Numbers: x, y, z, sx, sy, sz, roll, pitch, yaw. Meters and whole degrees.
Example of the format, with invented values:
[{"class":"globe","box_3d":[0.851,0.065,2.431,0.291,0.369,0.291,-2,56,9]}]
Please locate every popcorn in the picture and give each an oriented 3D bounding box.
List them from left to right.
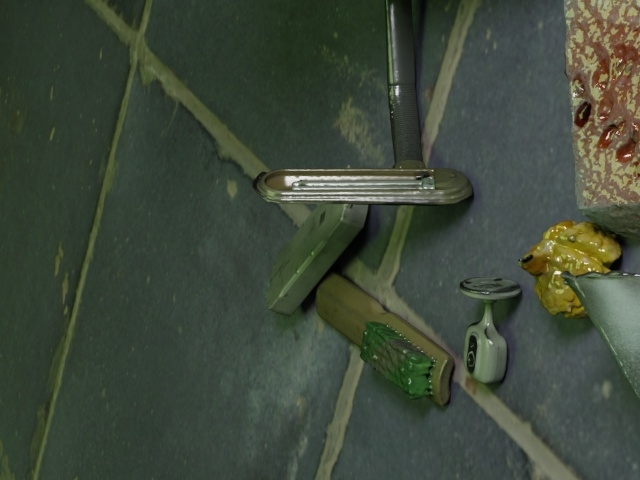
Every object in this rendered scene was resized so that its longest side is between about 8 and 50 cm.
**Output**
[{"class":"popcorn","box_3d":[0.198,0.021,1.492,0.084,0.084,0.084,-20,68,60]}]

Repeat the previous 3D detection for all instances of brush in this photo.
[{"class":"brush","box_3d":[0.051,0.093,1.803,0.282,0.048,0.054,-144,62,-62]}]

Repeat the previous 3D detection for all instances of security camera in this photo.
[{"class":"security camera","box_3d":[0.147,0.082,1.616,0.058,0.058,0.092,-151,61,-61]}]

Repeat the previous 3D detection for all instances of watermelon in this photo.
[{"class":"watermelon","box_3d":[0.255,-0.117,1.420,0.154,0.094,0.241,21,105,52]}]

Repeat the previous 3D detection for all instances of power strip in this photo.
[{"class":"power strip","box_3d":[0.000,0.000,1.916,0.227,0.029,0.080,-51,24,47]}]

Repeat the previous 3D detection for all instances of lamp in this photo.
[{"class":"lamp","box_3d":[0.026,-0.156,1.742,0.124,0.203,0.283,127,139,-75]}]

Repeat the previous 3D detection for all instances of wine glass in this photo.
[{"class":"wine glass","box_3d":[0.246,0.137,1.312,0.156,0.156,0.232,-4,84,62]}]
